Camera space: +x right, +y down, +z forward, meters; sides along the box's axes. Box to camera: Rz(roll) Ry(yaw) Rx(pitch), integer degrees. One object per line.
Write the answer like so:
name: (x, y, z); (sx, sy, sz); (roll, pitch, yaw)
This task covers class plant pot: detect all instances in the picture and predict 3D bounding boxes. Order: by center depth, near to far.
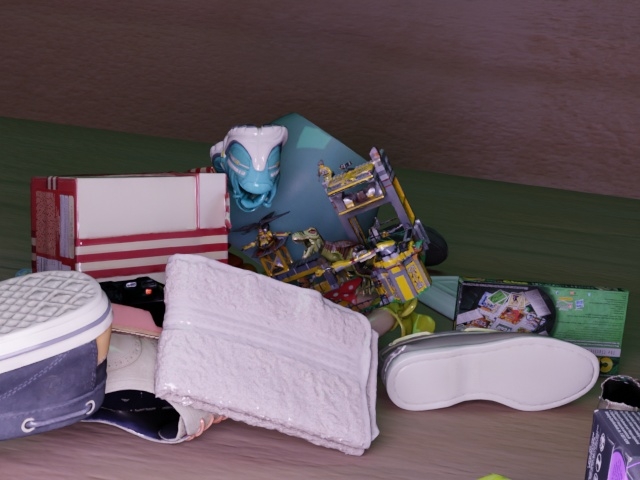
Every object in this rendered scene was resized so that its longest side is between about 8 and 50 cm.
plant pot: (-0.034, -0.069, 2.172); (0.293, 0.235, 0.293); (35, 2, -2)

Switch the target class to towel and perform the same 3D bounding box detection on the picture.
towel: (-0.056, 0.133, 1.515); (0.282, 0.049, 0.187); (19, 50, -22)

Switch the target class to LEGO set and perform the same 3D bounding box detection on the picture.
LEGO set: (0.000, 0.000, 1.858); (0.331, 0.192, 0.255); (-19, 17, 25)

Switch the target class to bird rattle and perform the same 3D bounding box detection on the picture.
bird rattle: (0.045, 0.107, 1.939); (0.207, 0.143, 0.253); (-24, 25, -35)

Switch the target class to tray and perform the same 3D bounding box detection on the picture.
tray: (0.255, 0.104, 2.275); (0.145, 0.030, 0.270); (0, 13, -24)

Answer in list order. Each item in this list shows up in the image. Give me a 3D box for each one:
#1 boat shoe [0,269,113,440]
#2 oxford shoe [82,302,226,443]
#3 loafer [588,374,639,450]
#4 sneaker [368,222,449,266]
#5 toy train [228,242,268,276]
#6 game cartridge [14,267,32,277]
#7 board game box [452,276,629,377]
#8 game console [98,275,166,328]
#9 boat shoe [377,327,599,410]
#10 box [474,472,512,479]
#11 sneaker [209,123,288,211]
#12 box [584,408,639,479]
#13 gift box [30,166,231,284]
boat shoe: (-0.441, 0.171, 1.293); (0.500, 0.156, 0.187); (-16, 29, -19)
oxford shoe: (-0.147, 0.183, 1.544); (0.397, 0.140, 0.147); (9, 48, -26)
loafer: (0.404, 0.216, 1.672); (0.094, 0.087, 0.251); (10, 12, 17)
sneaker: (0.114, 0.022, 2.501); (0.267, 0.101, 0.106); (7, 34, -1)
toy train: (-0.131, 0.055, 2.156); (0.143, 0.105, 0.248); (19, 14, 8)
game cartridge: (-0.472, 0.062, 2.132); (0.056, 0.017, 0.083); (2, 12, -2)
board game box: (0.324, 0.129, 1.932); (0.259, 0.136, 0.030); (5, 8, -9)
game console: (-0.323, 0.128, 1.622); (0.361, 0.044, 0.213); (-7, -30, 7)
boat shoe: (0.225, 0.168, 1.760); (0.305, 0.109, 0.091); (-1, 18, -14)
box: (0.165, 0.287, 1.319); (0.109, 0.042, 0.178); (15, 15, 40)
sneaker: (-0.108, -0.095, 1.896); (0.107, 0.110, 0.275); (2, -7, -6)
box: (0.395, 0.267, 1.235); (0.270, 0.165, 0.143); (6, 11, -1)
gift box: (-0.254, 0.025, 1.867); (0.258, 0.255, 0.276); (-3, 9, -30)
